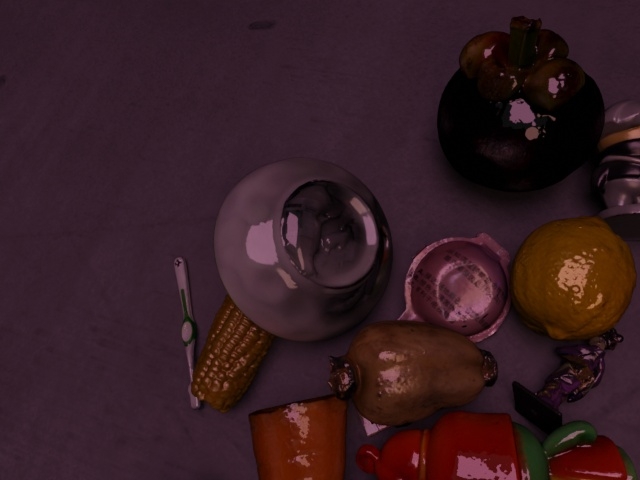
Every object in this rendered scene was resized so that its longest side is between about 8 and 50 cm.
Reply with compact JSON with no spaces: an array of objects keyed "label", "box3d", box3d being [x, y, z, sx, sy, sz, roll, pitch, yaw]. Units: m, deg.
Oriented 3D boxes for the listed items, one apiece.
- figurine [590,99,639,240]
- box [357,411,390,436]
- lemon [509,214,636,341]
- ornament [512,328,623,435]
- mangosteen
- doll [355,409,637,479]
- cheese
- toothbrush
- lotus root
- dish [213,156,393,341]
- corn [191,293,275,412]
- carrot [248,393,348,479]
[{"label":"figurine","box3d":[0.548,-0.128,0.838,0.176,0.133,0.236,7,70,4]},{"label":"box","box3d":[0.107,0.285,0.806,0.083,0.012,0.046,-23,66,-1]},{"label":"lemon","box3d":[0.389,0.061,0.762,0.181,0.180,0.193,-4,63,9]},{"label":"ornament","box3d":[0.387,0.202,0.762,0.203,0.088,0.081,-41,41,-21]},{"label":"mangosteen","box3d":[0.332,-0.233,0.828,0.275,0.302,0.275,-9,49,10]},{"label":"doll","box3d":[0.226,0.328,0.673,0.363,0.160,0.182,1,107,20]},{"label":"cheese","box3d":[0.206,0.113,0.818,0.189,0.074,0.286,38,90,1]},{"label":"toothbrush","box3d":[-0.249,0.164,0.919,0.030,0.030,0.304,-17,64,3]},{"label":"lotus root","box3d":[0.132,0.200,0.738,0.257,0.140,0.154,1,87,-5]},{"label":"dish","box3d":[0.000,0.000,0.798,0.324,0.124,0.324,7,74,-25]},{"label":"corn","box3d":[-0.114,0.121,0.866,0.120,0.120,0.363,19,74,18]},{"label":"carrot","box3d":[-0.021,0.350,0.730,0.159,0.159,0.225,-11,69,6]}]
